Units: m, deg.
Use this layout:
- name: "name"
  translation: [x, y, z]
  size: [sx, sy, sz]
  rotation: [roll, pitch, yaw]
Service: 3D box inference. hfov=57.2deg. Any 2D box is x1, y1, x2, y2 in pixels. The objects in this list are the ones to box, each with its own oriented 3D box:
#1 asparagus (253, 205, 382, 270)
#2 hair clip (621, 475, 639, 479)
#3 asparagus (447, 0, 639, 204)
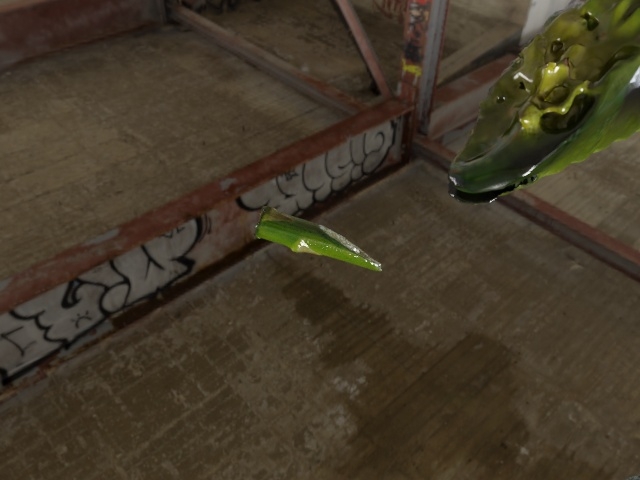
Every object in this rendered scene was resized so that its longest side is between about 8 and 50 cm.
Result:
- name: "asparagus"
  translation: [0.000, 0.000, 0.777]
  size: [0.178, 0.041, 0.045]
  rotation: [17, -127, 0]
- name: "hair clip"
  translation: [0.188, 0.270, 0.411]
  size: [0.066, 0.036, 0.229]
  rotation: [32, -97, 14]
- name: "asparagus"
  translation: [0.235, -0.142, 0.409]
  size: [0.382, 0.128, 0.108]
  rotation: [-26, -124, -25]
